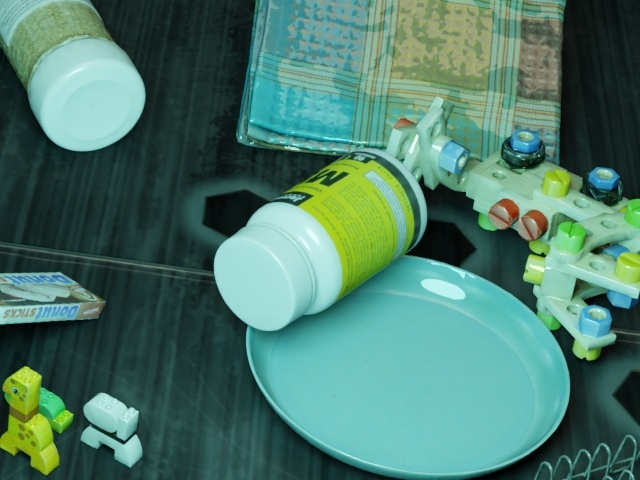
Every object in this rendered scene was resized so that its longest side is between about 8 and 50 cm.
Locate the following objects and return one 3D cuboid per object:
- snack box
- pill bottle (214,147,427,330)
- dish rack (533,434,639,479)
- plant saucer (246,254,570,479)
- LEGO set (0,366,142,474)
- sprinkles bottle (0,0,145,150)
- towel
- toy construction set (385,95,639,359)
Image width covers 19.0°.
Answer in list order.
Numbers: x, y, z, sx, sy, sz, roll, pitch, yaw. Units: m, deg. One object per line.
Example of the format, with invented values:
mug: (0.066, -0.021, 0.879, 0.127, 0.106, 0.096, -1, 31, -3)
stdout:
snack box: (-0.278, 0.054, 1.808, 0.064, 0.022, 0.178, 29, 12, 23)
pill bottle: (0.000, 0.000, 1.863, 0.119, 0.119, 0.208, 31, 41, 24)
dish rack: (0.282, 0.257, 1.711, 0.271, 0.074, 0.208, -14, 43, -29)
plant saucer: (0.083, 0.127, 1.853, 0.317, 0.044, 0.318, 6, 37, -5)
LEGO set: (-0.271, 0.132, 1.715, 0.227, 0.093, 0.087, 26, 40, 19)
sprinkles bottle: (-0.313, -0.248, 2.171, 0.121, 0.121, 0.355, -9, 42, -24)
towel: (0.100, -0.207, 2.208, 0.370, 0.040, 0.271, 8, 62, -4)
toy construction set: (0.217, -0.026, 2.012, 0.327, 0.151, 0.215, 39, 45, 16)
